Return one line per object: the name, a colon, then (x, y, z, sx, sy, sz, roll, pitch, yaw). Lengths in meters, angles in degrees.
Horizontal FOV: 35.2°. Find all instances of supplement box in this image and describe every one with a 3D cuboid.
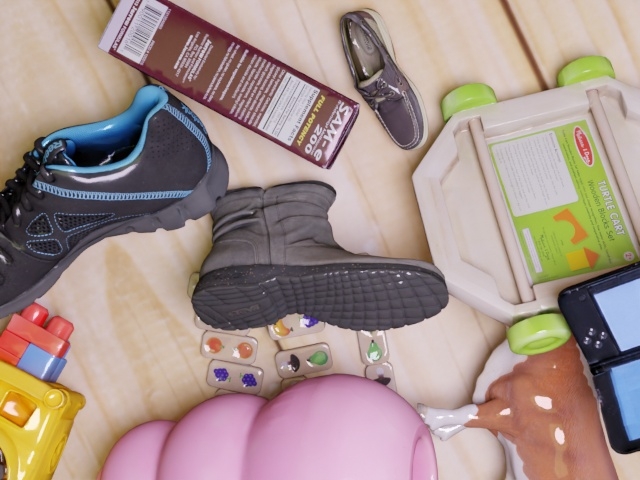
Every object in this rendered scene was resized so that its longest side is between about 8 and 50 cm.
supplement box: (-0.081, -0.154, 0.977, 0.239, 0.130, 0.073, 29, 94, 0)

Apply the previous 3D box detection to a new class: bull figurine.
bull figurine: (0.209, 0.198, 1.004, 0.188, 0.101, 0.310, -19, 91, 8)

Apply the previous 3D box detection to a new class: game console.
game console: (0.280, 0.085, 0.816, 0.144, 0.085, 0.124, -23, 111, 22)

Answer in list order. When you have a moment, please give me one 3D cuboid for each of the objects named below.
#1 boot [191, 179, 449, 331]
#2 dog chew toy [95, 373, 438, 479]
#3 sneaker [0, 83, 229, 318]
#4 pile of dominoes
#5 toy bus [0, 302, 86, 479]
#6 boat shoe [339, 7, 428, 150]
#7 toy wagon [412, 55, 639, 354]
boot: (0.000, 0.000, 0.963, 0.246, 0.161, 0.083, -1, 137, 11)
dog chew toy: (-0.061, 0.232, 0.958, 0.331, 0.206, 0.207, -4, 94, 19)
sneaker: (-0.265, -0.040, 0.974, 0.340, 0.140, 0.125, -29, 54, -2)
pile of dominoes: (-0.024, 0.135, 1.039, 0.195, 0.040, 0.251, -11, 93, 3)
toy bus: (-0.346, 0.151, 1.012, 0.220, 0.149, 0.211, 25, 81, 3)
boat shoe: (0.057, -0.157, 1.003, 0.056, 0.049, 0.152, -29, 85, 37)
toy wagon: (0.267, -0.045, 0.953, 0.344, 0.068, 0.267, -13, 65, 3)
